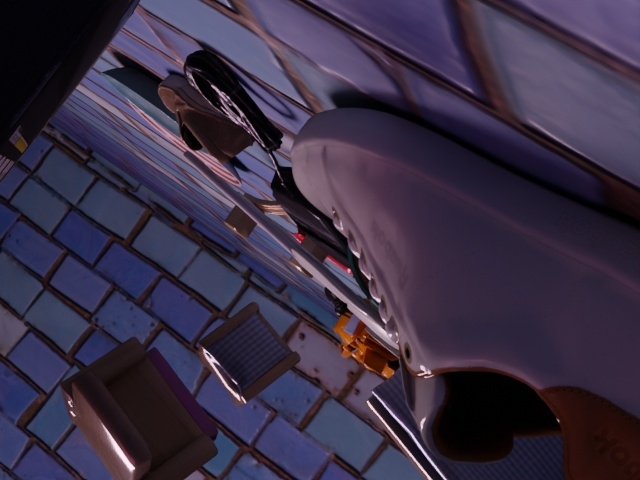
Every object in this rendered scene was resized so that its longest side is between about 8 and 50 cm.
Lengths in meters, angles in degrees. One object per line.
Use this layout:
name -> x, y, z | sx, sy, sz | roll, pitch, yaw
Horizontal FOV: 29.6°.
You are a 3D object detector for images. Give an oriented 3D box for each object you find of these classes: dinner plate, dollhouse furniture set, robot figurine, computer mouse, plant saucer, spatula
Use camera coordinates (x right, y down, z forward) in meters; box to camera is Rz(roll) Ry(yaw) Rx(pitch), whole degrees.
dinner plate -> -0.133, -0.102, 1.222 | 0.141, 0.017, 0.141 | 34, 175, 4
dollhouse furniture set -> 0.073, 0.095, 0.618 | 0.286, 0.303, 0.198 | 52, 161, 10
robot figurine -> 0.095, 0.121, 1.354 | 0.211, 0.085, 0.291 | 30, 176, -5
computer mouse -> -0.018, -0.055, 0.832 | 0.071, 0.041, 0.242 | 34, 168, 39
plant saucer -> -0.141, -0.120, 1.080 | 0.119, 0.021, 0.119 | 36, 176, 3
spatula -> -0.003, 0.024, 0.891 | 0.242, 0.019, 0.168 | 40, -179, 40

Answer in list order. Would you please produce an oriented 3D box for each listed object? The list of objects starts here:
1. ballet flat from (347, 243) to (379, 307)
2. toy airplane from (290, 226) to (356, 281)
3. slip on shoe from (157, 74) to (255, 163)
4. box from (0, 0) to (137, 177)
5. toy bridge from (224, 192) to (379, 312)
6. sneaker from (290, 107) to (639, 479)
ballet flat -> 0.089, 0.036, 0.852 | 0.067, 0.073, 0.206 | 1, 160, 28
toy airplane -> 0.026, 0.019, 1.221 | 0.151, 0.028, 0.151 | 35, 176, 3
slip on shoe -> -0.093, -0.090, 0.919 | 0.051, 0.041, 0.135 | 40, 174, -39
box -> -0.203, -0.038, 0.566 | 0.097, 0.318, 0.395 | 36, 174, -13
toy bridge -> 0.000, 0.000, 1.011 | 0.188, 0.063, 0.026 | 31, 173, 33
sneaker -> 0.053, 0.024, 0.563 | 0.106, 0.123, 0.290 | 37, 176, -37
